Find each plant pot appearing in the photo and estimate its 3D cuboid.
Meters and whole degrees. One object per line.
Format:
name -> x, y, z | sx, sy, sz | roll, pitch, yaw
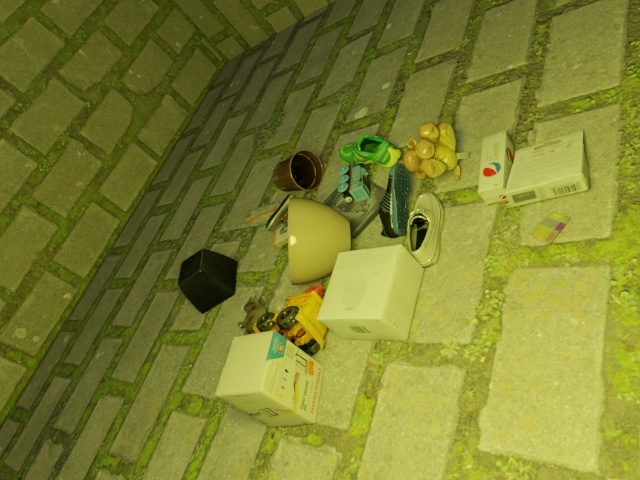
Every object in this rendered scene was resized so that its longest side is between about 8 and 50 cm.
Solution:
plant pot -> -0.461, 0.148, 1.985 | 0.187, 0.167, 0.188 | -32, 39, 22
plant pot -> -0.102, -0.275, 2.034 | 0.165, 0.167, 0.167 | -6, 52, 52
plant pot -> 0.000, 0.000, 1.596 | 0.190, 0.284, 0.284 | -1, 46, 1

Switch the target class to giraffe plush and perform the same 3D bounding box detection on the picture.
giraffe plush -> 0.331, -0.266, 1.549 | 0.170, 0.210, 0.182 | 0, 81, 52

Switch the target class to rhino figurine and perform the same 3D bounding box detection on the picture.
rhino figurine -> -0.224, 0.276, 1.694 | 0.106, 0.073, 0.243 | -40, 34, 17

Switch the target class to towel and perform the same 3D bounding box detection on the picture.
towel -> 0.564, -0.031, 1.219 | 0.083, 0.009, 0.060 | -49, 34, -3

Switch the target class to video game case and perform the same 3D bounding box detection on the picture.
video game case -> 0.120, -0.135, 1.772 | 0.196, 0.026, 0.274 | -47, 34, 1

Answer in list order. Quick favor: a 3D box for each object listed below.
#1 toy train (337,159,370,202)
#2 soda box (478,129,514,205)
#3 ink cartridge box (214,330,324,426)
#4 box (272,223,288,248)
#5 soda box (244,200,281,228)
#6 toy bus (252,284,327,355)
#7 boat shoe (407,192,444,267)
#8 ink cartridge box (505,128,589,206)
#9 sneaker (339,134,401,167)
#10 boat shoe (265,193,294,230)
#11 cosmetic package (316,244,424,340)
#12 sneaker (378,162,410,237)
toy train -> 0.122, -0.210, 1.759 | 0.105, 0.080, 0.184 | -17, 42, 22
soda box -> 0.499, -0.205, 1.404 | 0.073, 0.069, 0.216 | -14, 46, 38
ink cartridge box -> -0.129, 0.382, 1.353 | 0.168, 0.232, 0.171 | -16, 45, 33
box -> -0.124, -0.030, 1.924 | 0.136, 0.028, 0.081 | -24, 41, 26
soda box -> -0.233, -0.106, 2.079 | 0.183, 0.063, 0.058 | -13, 47, 38
toy bus -> -0.070, 0.231, 1.530 | 0.220, 0.149, 0.212 | -16, 32, 40
boat shoe -> 0.296, -0.049, 1.448 | 0.096, 0.088, 0.268 | -15, 46, 37
ink cartridge box -> 0.604, -0.191, 1.315 | 0.189, 0.066, 0.232 | -15, 25, 38
sneaker -> 0.170, -0.343, 1.833 | 0.295, 0.123, 0.110 | 13, 66, 52
boat shoe -> -0.146, -0.101, 1.973 | 0.183, 0.066, 0.066 | -54, 18, -20
cosmetic package -> 0.141, 0.148, 1.378 | 0.224, 0.138, 0.225 | -8, 52, 42
sneaker -> 0.222, -0.123, 1.549 | 0.090, 0.081, 0.233 | -8, 77, 50
